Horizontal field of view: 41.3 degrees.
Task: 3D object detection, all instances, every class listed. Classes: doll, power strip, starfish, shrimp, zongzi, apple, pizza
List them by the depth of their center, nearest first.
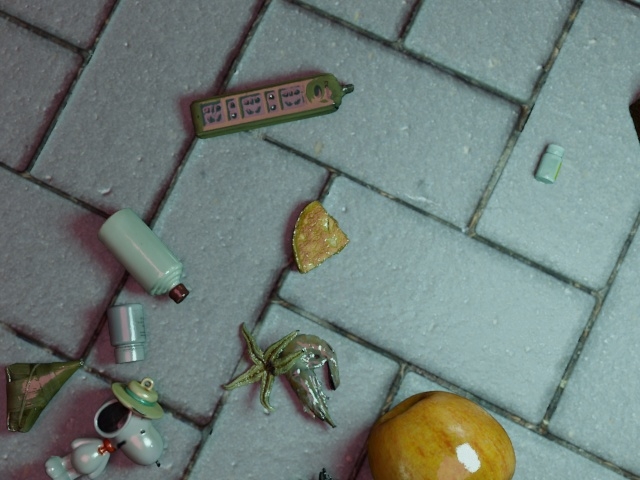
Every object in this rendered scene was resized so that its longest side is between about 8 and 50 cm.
[{"bbox_3d":[0.240,0.447,1.746,0.299,0.299,0.275,-37,74,-2],"label":"apple"},{"bbox_3d":[-0.476,0.426,1.861,0.271,0.144,0.208,-13,92,-3],"label":"doll"},{"bbox_3d":[-0.127,0.274,1.899,0.223,0.050,0.217,-31,72,14],"label":"starfish"},{"bbox_3d":[-0.005,0.312,1.902,0.126,0.047,0.223,-27,79,-9],"label":"shrimp"},{"bbox_3d":[-0.620,0.352,1.914,0.176,0.078,0.160,-2,88,-1],"label":"zongzi"},{"bbox_3d":[-0.001,0.000,1.940,0.134,0.046,0.175,18,84,6],"label":"pizza"},{"bbox_3d":[-0.111,-0.318,1.978,0.387,0.066,0.092,-12,85,1],"label":"power strip"}]

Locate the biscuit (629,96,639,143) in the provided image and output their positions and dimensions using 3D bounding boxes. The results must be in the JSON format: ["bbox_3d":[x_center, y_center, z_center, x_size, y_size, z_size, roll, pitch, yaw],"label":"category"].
[{"bbox_3d":[0.791,-0.145,1.888,0.073,0.107,0.388,-14,82,-2],"label":"biscuit"}]

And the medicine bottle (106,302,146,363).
[{"bbox_3d":[-0.437,0.210,1.918,0.080,0.080,0.130,-8,83,2],"label":"medicine bottle"}]

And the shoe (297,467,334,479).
[{"bbox_3d":[0.017,0.564,1.845,0.227,0.099,0.125,6,57,-17],"label":"shoe"}]

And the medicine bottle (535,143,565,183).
[{"bbox_3d":[0.525,-0.174,1.935,0.047,0.047,0.083,22,84,5],"label":"medicine bottle"}]

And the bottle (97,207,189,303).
[{"bbox_3d":[-0.391,0.044,1.926,0.104,0.104,0.245,-44,82,-3],"label":"bottle"}]
